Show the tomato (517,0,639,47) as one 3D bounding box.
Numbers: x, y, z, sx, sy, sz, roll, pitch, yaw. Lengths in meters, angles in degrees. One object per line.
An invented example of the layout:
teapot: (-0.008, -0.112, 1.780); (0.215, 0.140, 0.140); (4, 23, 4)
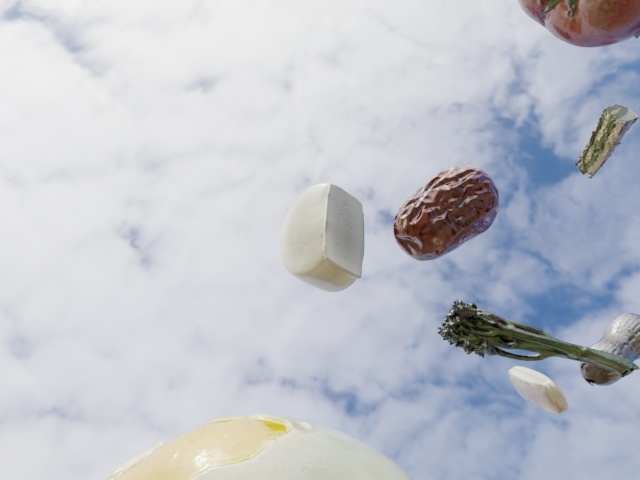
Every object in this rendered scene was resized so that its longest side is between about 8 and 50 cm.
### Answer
tomato: (0.339, -0.350, 0.676); (0.085, 0.225, 0.225); (-30, -66, -24)

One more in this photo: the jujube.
jujube: (0.253, -0.053, 1.068); (0.230, 0.155, 0.155); (-37, -68, -25)

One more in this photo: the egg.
egg: (-0.038, 0.305, 0.473); (0.345, 0.283, 0.283); (5, -65, -12)

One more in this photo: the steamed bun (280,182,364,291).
steamed bun: (0.000, 0.000, 1.228); (0.164, 0.242, 0.146); (-23, -41, 37)

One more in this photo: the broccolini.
broccolini: (0.219, 0.117, 0.562); (0.201, 0.074, 0.058); (20, -89, 36)

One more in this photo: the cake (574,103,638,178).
cake: (0.507, -0.176, 0.959); (0.055, 0.051, 0.140); (-12, -43, -37)

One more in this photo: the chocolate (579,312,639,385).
chocolate: (0.720, 0.259, 1.280); (0.248, 0.110, 0.110); (-31, -65, -28)

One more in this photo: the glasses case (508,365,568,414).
glasses case: (0.488, 0.336, 1.197); (0.051, 0.204, 0.081); (-30, -91, -6)
